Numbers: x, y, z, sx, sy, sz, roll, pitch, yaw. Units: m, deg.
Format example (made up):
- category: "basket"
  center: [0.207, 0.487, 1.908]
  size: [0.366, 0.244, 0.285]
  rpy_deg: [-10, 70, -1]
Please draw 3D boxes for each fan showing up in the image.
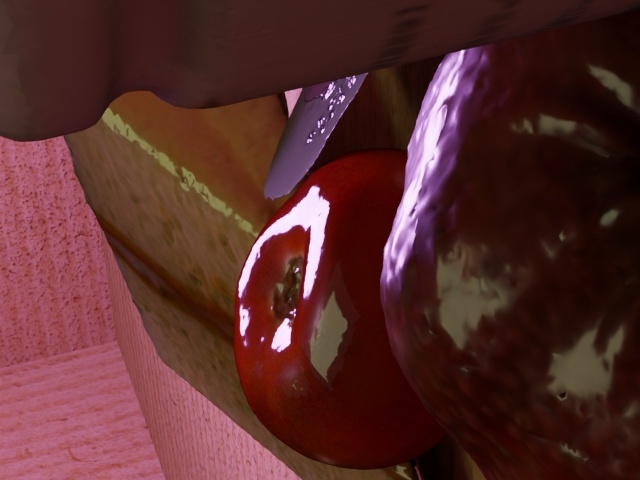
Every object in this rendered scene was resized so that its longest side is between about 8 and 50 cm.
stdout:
- category: "fan"
  center: [0.006, -0.127, 1.211]
  size: [0.182, 0.010, 0.310]
  rpy_deg: [-57, 13, 16]

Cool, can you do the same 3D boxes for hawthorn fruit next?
- category: "hawthorn fruit"
  center: [0.127, 0.019, 0.556]
  size: [0.253, 0.205, 0.205]
  rpy_deg: [56, -165, -68]

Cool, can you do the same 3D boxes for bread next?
- category: "bread"
  center: [0.000, 0.000, 1.368]
  size: [0.405, 0.242, 0.345]
  rpy_deg: [31, 153, 27]

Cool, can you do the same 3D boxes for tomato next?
- category: "tomato"
  center: [0.034, 0.041, 1.088]
  size: [0.195, 0.136, 0.195]
  rpy_deg: [-43, 39, 49]

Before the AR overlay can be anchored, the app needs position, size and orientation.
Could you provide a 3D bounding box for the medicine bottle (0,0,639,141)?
- category: "medicine bottle"
  center: [0.057, -0.150, 0.413]
  size: [0.202, 0.316, 0.202]
  rpy_deg: [166, 90, -78]
